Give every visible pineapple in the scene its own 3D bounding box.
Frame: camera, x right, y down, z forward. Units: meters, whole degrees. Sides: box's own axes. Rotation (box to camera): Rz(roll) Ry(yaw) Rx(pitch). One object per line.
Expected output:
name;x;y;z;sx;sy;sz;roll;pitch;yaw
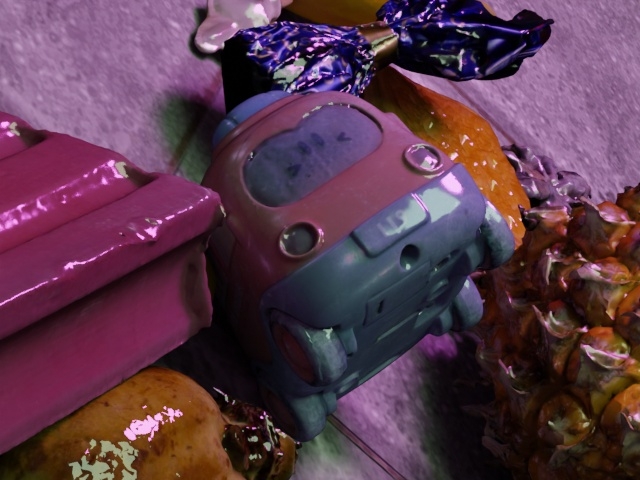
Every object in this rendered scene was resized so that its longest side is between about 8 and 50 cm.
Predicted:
pineapple;0.293;0.130;1.791;0.352;0.352;0.300;25;50;-36

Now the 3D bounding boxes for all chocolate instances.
chocolate;0.063;-0.176;1.852;0.343;0.148;0.126;-21;102;-25

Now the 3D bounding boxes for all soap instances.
soap;-0.252;0.029;1.285;0.233;0.128;0.359;20;24;22

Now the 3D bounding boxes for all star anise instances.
star anise;0.240;-0.037;2.124;0.204;0.061;0.180;21;44;-40

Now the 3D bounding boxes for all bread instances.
bread;0.106;-0.054;1.945;0.210;0.099;0.235;22;37;-42

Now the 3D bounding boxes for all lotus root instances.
lotus root;-0.144;0.177;1.355;0.314;0.141;0.169;-16;85;-55

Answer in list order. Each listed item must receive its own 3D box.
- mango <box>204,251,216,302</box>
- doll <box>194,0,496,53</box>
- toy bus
mango;-0.154;0.011;1.557;0.163;0.089;0.117;41;33;-16
doll;-0.043;-0.337;1.994;0.348;0.161;0.423;-20;73;-34
toy bus;0.000;0.000;1.595;0.197;0.294;0.232;-34;74;-17
